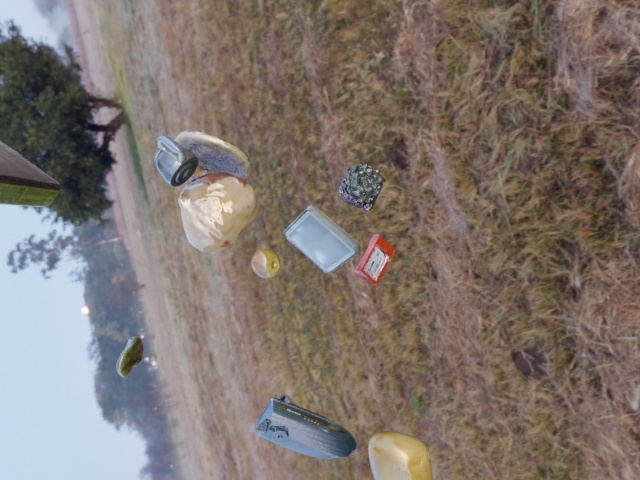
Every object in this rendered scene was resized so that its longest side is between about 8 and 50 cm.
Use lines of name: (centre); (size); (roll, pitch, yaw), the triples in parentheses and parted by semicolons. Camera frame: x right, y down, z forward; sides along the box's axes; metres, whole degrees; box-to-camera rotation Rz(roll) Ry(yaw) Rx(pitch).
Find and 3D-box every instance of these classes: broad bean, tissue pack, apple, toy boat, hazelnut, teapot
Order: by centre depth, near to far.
toy boat: (-0.026, 0.427, 1.195); (0.093, 0.246, 0.103); (-61, 11, 23)
apple: (-0.151, 0.064, 1.490); (0.071, 0.084, 0.084); (5, 113, 33)
teapot: (-0.424, -0.226, 1.503); (0.108, 0.111, 0.149); (39, -178, 8)
hazelnut: (-0.328, -0.090, 1.625); (0.241, 0.261, 0.261); (34, -152, -53)
tissue pack: (-1.041, -0.224, 1.652); (0.288, 0.124, 0.394); (36, -177, 2)
broad bean: (-0.769, 0.466, 2.155); (0.206, 0.072, 0.153); (-153, 71, -80)

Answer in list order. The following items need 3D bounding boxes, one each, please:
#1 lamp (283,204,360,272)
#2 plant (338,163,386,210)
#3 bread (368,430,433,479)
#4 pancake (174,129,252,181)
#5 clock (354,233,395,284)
lamp: (0.000, 0.000, 2.154); (0.266, 0.047, 0.269); (40, 145, -7)
plant: (0.127, -0.170, 1.697); (0.194, 0.129, 0.132); (-174, 108, -82)
bread: (0.186, 0.545, 1.240); (0.147, 0.098, 0.217); (0, 120, 30)
pancake: (-0.373, -0.274, 1.826); (0.282, 0.282, 0.049); (102, -178, -58)
clock: (0.186, 0.068, 1.874); (0.061, 0.155, 0.113); (11, 157, 47)
